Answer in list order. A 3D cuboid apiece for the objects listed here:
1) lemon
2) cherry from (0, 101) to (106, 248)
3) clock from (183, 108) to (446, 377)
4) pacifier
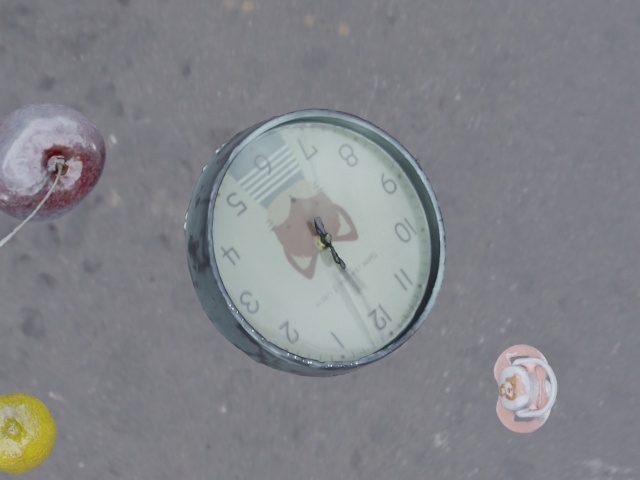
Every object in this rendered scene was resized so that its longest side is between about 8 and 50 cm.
[{"bbox_3d":[-0.303,0.191,1.276,0.082,0.111,0.082,5,70,-13],"label":"lemon"},{"bbox_3d":[-0.306,-0.063,1.287,0.148,0.115,0.188,37,74,17],"label":"cherry"},{"bbox_3d":[0.000,0.000,1.538,0.325,0.067,0.325,5,78,-23],"label":"clock"},{"bbox_3d":[0.239,0.168,1.452,0.081,0.078,0.099,-9,76,36],"label":"pacifier"}]
